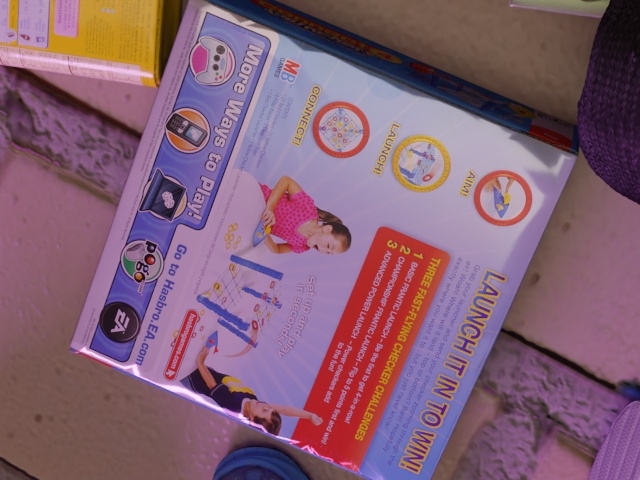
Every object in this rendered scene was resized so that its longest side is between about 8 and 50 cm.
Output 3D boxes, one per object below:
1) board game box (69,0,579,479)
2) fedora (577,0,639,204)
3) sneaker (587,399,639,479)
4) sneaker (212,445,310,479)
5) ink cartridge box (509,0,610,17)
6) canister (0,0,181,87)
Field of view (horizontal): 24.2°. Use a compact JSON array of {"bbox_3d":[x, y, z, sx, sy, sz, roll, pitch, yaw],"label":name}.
[{"bbox_3d":[0.000,0.000,1.145,0.302,0.086,0.308,24,110,3],"label":"board game box"},{"bbox_3d":[0.274,-0.095,0.975,0.152,0.334,0.334,19,113,35],"label":"fedora"},{"bbox_3d":[0.258,0.242,1.179,0.091,0.094,0.258,4,113,-9],"label":"sneaker"},{"bbox_3d":[-0.005,0.294,1.218,0.262,0.125,0.104,44,111,-4],"label":"sneaker"},{"bbox_3d":[0.199,-0.263,1.034,0.109,0.062,0.209,9,109,8],"label":"ink cartridge box"},{"bbox_3d":[-0.194,-0.186,1.134,0.170,0.073,0.126,9,109,7],"label":"canister"}]
